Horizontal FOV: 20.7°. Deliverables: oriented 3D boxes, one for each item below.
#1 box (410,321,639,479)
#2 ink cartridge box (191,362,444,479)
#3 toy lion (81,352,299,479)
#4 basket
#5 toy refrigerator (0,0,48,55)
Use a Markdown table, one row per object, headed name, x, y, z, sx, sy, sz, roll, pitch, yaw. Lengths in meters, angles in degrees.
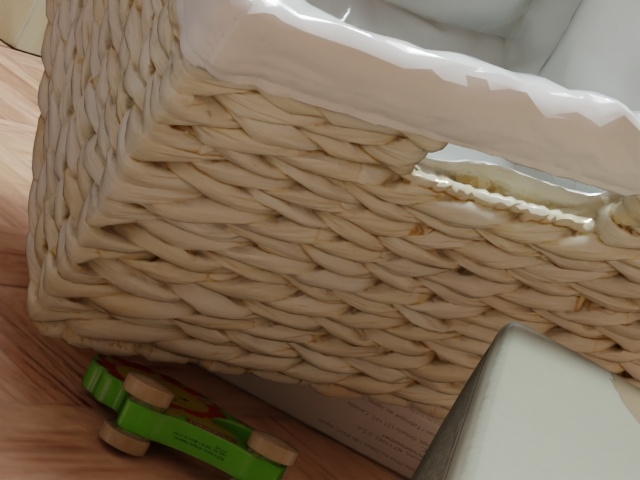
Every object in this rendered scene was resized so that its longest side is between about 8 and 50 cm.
| name | x | y | z | sx | sy | sz | roll | pitch | yaw |
| --- | --- | --- | --- | --- | --- | --- | --- | --- | --- |
| box | 0.071 | 0.140 | 0.583 | 0.121 | 0.148 | 0.311 | 30 | 13 | 4 |
| ink cartridge box | 0.025 | -0.014 | 1.002 | 0.296 | 0.066 | 0.261 | 29 | 49 | 0 |
| toy lion | -0.064 | 0.083 | 0.813 | 0.100 | 0.034 | 0.096 | 26 | 4 | -8 |
| basket | 0.050 | -0.108 | 0.846 | 0.328 | 0.266 | 0.331 | 14 | 50 | -22 |
| toy refrigerator | -0.212 | -0.300 | 1.542 | 0.102 | 0.269 | 0.094 | 34 | 12 | 31 |
